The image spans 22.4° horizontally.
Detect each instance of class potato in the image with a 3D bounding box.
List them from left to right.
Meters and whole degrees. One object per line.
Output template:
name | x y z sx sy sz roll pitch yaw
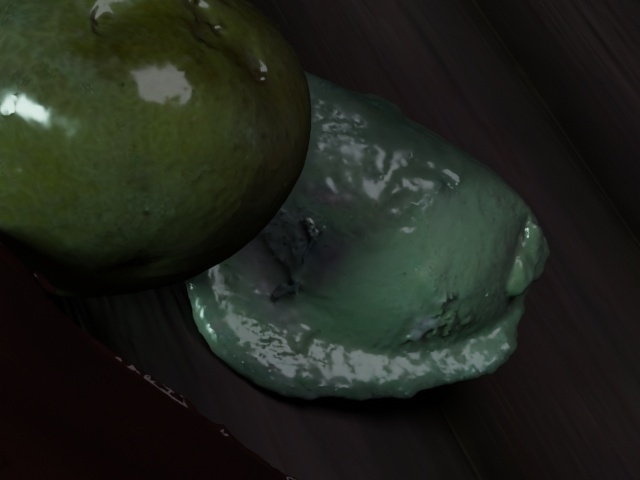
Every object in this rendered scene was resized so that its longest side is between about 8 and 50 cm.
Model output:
potato | -0.110 -0.062 0.686 0.178 0.160 0.235 22 9 -42

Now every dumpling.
dumpling | 0.007 -0.010 0.770 0.217 0.105 0.149 34 33 -3

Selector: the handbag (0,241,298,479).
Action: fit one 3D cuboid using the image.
handbag | -0.060 0.106 0.491 0.260 0.084 0.275 37 4 1
